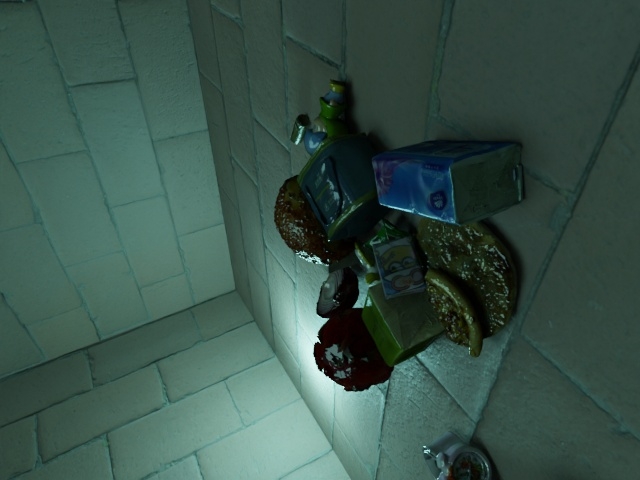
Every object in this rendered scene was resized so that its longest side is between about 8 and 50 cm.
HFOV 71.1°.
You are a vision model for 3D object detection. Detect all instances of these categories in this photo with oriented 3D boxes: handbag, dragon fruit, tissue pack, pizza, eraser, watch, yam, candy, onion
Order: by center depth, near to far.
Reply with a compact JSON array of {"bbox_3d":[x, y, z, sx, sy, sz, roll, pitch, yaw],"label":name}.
[{"bbox_3d":[0.271,-0.136,0.983,0.263,0.198,0.146,23,127,60],"label":"tissue pack"},{"bbox_3d":[0.337,0.184,1.131,0.127,0.058,0.246,-13,99,66],"label":"pizza"},{"bbox_3d":[0.216,0.073,1.227,0.065,0.116,0.155,70,-173,-64],"label":"tissue pack"},{"bbox_3d":[0.238,0.239,1.340,0.274,0.168,0.200,91,154,-65],"label":"tissue pack"},{"bbox_3d":[0.081,-0.157,1.343,0.240,0.223,0.263,59,140,20],"label":"handbag"},{"bbox_3d":[0.221,0.015,1.367,0.141,0.078,0.203,50,150,13],"label":"candy"},{"bbox_3d":[0.419,0.751,1.407,0.244,0.196,0.231,62,163,11],"label":"watch"},{"bbox_3d":[0.125,0.381,1.580,0.296,0.302,0.295,8,107,29],"label":"dragon fruit"},{"bbox_3d":[0.080,0.210,1.701,0.283,0.120,0.226,-131,64,-80],"label":"onion"},{"bbox_3d":[-0.081,-0.424,1.720,0.054,0.054,0.132,63,157,16],"label":"yam"},{"bbox_3d":[0.000,0.000,1.772,0.343,0.144,0.078,42,143,47],"label":"eraser"}]

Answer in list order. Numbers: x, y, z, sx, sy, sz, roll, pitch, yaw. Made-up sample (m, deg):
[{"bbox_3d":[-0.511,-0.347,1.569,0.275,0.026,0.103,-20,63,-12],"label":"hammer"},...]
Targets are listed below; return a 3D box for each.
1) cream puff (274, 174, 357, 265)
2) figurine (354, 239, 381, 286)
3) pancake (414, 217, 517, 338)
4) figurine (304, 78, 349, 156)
[{"bbox_3d":[-0.025,-0.060,1.561,0.229,0.351,0.350,-38,71,33],"label":"cream puff"},{"bbox_3d":[0.170,0.070,1.483,0.109,0.130,0.177,-34,64,27],"label":"figurine"},{"bbox_3d":[0.356,0.079,1.144,0.356,0.065,0.355,45,150,36],"label":"pancake"},{"bbox_3d":[0.030,-0.365,1.415,0.162,0.143,0.263,-96,18,-64],"label":"figurine"}]
